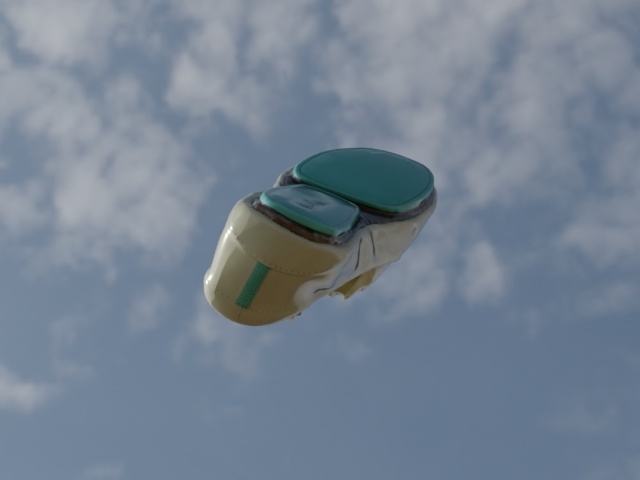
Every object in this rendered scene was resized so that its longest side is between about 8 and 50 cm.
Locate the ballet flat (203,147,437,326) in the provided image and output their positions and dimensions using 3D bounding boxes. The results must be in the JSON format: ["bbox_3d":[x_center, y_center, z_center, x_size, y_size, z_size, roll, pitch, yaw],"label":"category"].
[{"bbox_3d":[0.000,0.000,1.038,0.086,0.248,0.086,3,-81,20],"label":"ballet flat"}]
